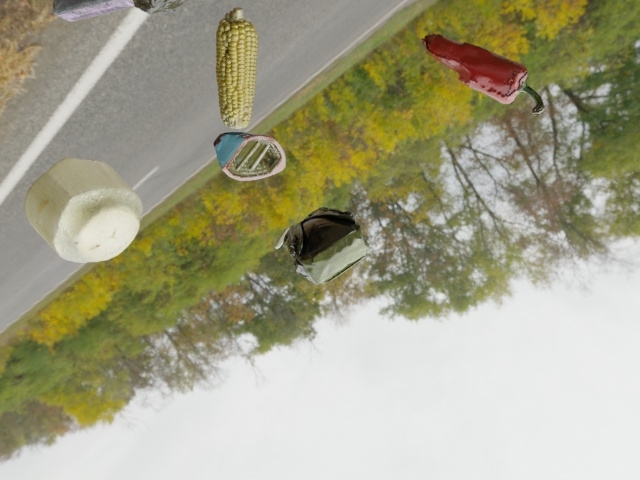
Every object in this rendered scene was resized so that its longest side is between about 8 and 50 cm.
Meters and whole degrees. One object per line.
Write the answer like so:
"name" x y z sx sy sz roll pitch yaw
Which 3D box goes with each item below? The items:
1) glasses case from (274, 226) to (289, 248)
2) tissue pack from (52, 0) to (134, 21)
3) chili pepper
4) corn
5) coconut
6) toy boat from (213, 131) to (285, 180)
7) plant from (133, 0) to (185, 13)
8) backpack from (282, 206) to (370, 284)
"glasses case" -0.132 -0.009 1.545 0.083 0.021 0.032 -60 -161 -13
"tissue pack" -0.847 -0.986 1.692 0.361 0.259 0.122 3 180 23
"chili pepper" 0.432 -0.457 1.205 0.110 0.387 0.110 -49 163 -21
"corn" -0.254 -0.515 1.369 0.130 0.347 0.130 5 -149 -3
"coconut" -0.590 -0.085 1.114 0.237 0.266 0.237 -37 151 -24
"toy boat" -0.166 -0.215 1.138 0.136 0.079 0.392 -49 178 11
"plant" -0.419 -0.690 1.206 0.129 0.132 0.194 -8 -148 40
"backpack" 0.000 0.000 1.212 0.207 0.140 0.253 -31 -152 -13
